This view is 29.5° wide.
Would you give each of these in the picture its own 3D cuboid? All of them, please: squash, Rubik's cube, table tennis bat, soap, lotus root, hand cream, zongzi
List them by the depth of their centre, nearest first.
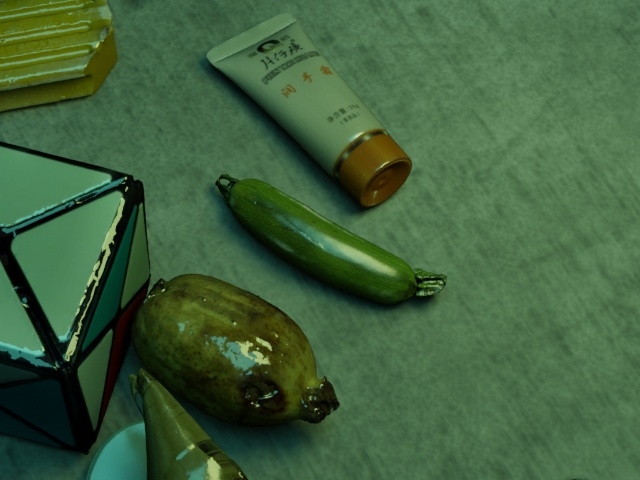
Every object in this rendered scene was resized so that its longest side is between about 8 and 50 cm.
[{"bbox_3d":[-0.171,0.319,1.250,0.289,0.123,0.260,44,67,-3],"label":"zongzi"},{"bbox_3d":[-0.199,0.306,1.333,0.153,0.040,0.244,22,60,3],"label":"table tennis bat"},{"bbox_3d":[-0.340,0.058,1.335,0.246,0.248,0.250,14,61,4],"label":"Rubik's cube"},{"bbox_3d":[-0.096,0.131,1.383,0.260,0.128,0.145,30,55,10],"label":"lotus root"},{"bbox_3d":[-0.001,0.002,1.487,0.318,0.071,0.080,27,63,10],"label":"squash"},{"bbox_3d":[-0.005,-0.179,1.583,0.139,0.089,0.314,-33,62,-22],"label":"hand cream"},{"bbox_3d":[-0.383,-0.248,1.589,0.232,0.073,0.140,-12,65,-11],"label":"soap"}]
